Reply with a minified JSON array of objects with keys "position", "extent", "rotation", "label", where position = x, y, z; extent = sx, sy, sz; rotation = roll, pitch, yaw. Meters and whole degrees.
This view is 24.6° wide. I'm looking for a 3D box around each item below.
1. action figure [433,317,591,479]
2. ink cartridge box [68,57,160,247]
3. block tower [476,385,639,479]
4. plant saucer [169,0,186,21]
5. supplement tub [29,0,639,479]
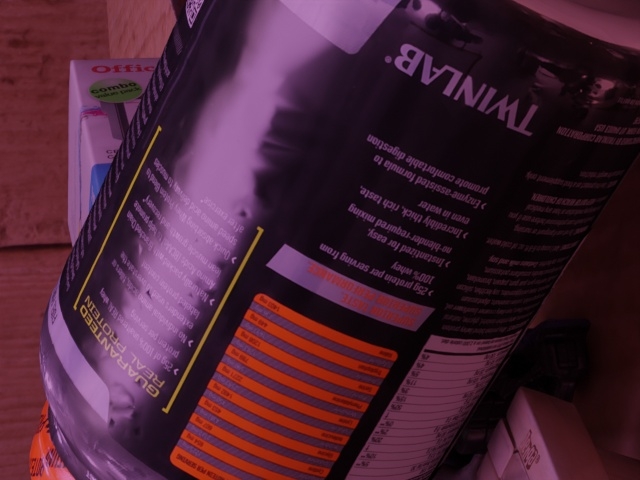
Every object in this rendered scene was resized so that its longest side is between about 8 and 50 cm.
[{"position":[0.018,0.148,0.847],"extent":[0.341,0.179,0.330],"rotation":[121,154,-57],"label":"action figure"},{"position":[-0.129,-0.030,1.390],"extent":[0.270,0.198,0.197],"rotation":[-114,25,-54],"label":"ink cartridge box"},{"position":[0.067,0.239,0.671],"extent":[0.091,0.097,0.335],"rotation":[-105,36,-67],"label":"block tower"},{"position":[-0.144,-0.307,1.559],"extent":[0.310,0.050,0.310],"rotation":[165,90,-89],"label":"plant saucer"},{"position":[0.000,0.000,0.681],"extent":[0.338,0.207,0.207],"rotation":[-61,28,25],"label":"supplement tub"}]
